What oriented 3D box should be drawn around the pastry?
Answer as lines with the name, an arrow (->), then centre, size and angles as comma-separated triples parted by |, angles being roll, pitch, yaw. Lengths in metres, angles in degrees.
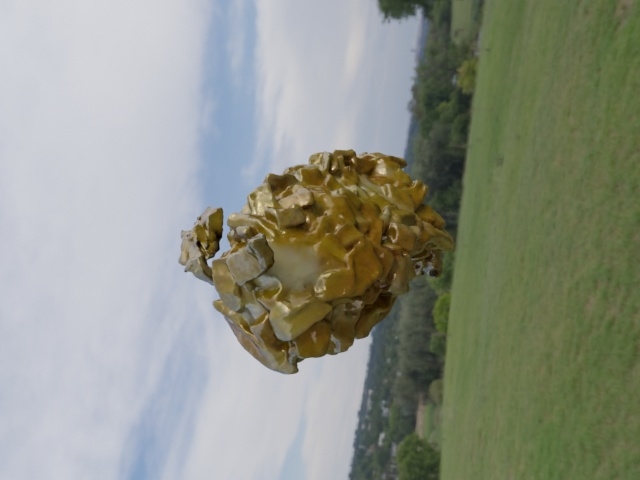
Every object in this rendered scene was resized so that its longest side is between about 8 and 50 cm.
pastry -> 0.000, 0.000, 0.485 | 0.250, 0.154, 0.102 | -24, -29, -55
